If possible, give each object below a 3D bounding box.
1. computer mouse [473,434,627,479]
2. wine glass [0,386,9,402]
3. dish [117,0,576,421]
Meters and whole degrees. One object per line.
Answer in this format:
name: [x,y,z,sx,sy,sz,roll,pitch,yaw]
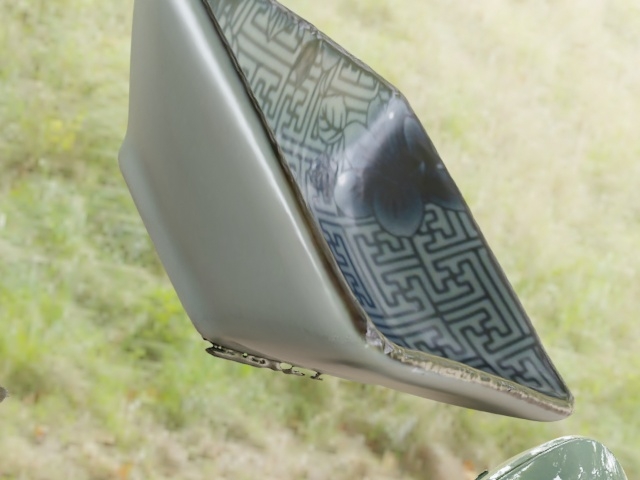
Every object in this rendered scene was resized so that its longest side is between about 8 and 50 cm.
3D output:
computer mouse: [0.172,0.275,1.355,0.097,0.159,0.288,-4,20,47]
wine glass: [-0.224,0.184,0.986,0.066,0.198,0.066,-3,-27,-2]
dish: [0.000,0.000,0.649,0.182,0.080,0.243,64,16,21]
